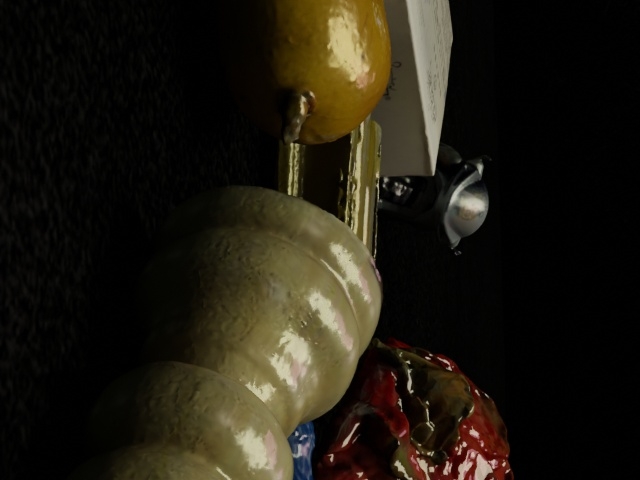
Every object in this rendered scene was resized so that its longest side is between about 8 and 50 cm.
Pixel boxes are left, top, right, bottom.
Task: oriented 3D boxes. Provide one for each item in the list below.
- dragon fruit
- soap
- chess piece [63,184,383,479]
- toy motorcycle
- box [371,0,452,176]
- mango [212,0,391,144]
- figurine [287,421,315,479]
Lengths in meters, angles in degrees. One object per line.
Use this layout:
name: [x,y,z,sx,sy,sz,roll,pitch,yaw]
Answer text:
dragon fruit: [0.078,0.201,1.046,0.205,0.152,0.317,85,26,-54]
soap: [0.002,0.000,1.086,0.135,0.076,0.233,31,60,-75]
chess piece: [-0.059,0.098,0.695,0.261,0.142,0.143,-69,156,-49]
toy motorcycle: [0.109,-0.060,1.390,0.270,0.159,0.106,-21,131,-75]
box: [0.048,-0.221,1.203,0.274,0.116,0.203,76,18,-47]
mango: [-0.012,-0.192,0.945,0.176,0.119,0.317,56,30,-54]
figurine: [-0.032,0.216,0.822,0.164,0.120,0.262,36,52,-70]
